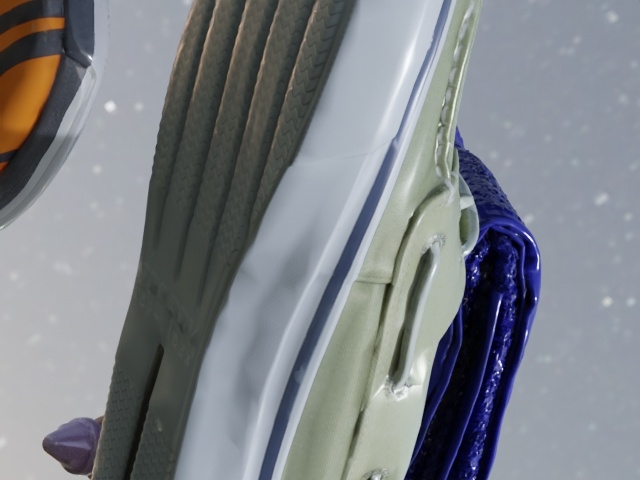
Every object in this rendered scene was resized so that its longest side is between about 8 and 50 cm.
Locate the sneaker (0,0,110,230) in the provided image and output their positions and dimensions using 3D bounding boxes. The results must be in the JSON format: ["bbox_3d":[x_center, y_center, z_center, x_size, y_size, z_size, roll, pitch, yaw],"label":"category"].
[{"bbox_3d":[-0.246,-0.063,0.869,0.321,0.180,0.124,-24,-117,42],"label":"sneaker"}]

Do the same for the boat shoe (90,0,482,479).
[{"bbox_3d":[0.000,0.000,0.613,0.109,0.094,0.302,54,-48,53],"label":"boat shoe"}]

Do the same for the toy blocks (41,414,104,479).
[{"bbox_3d":[-0.095,0.246,1.630,0.309,0.260,0.288,-24,-113,33],"label":"toy blocks"}]

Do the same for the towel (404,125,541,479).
[{"bbox_3d":[0.057,0.025,1.215,0.308,0.076,0.227,-115,-142,-61],"label":"towel"}]
